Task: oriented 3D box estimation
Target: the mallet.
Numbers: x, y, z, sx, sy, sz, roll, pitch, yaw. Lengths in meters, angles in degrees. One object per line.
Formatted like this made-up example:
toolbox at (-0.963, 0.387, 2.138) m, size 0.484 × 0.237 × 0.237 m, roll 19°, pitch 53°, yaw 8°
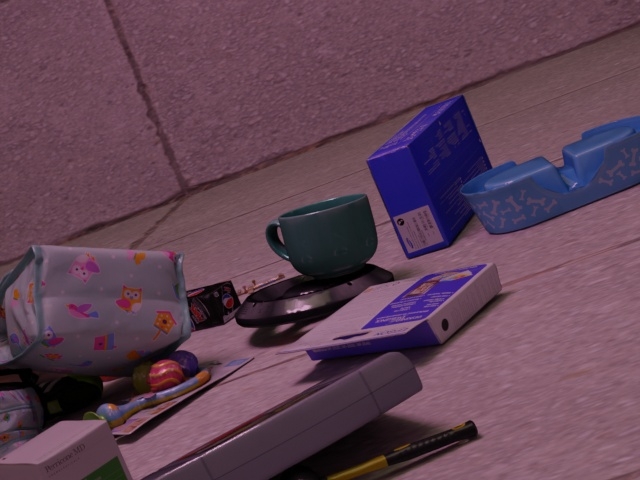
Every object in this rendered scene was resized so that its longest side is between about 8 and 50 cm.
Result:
mallet at (0.050, 0.202, 1.308) m, size 0.189 × 0.039 × 0.062 m, roll -20°, pitch 7°, yaw -14°

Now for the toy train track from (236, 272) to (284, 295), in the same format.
toy train track at (-0.100, 0.069, 2.336) m, size 0.083 × 0.014 × 0.048 m, roll -22°, pitch 10°, yaw 0°

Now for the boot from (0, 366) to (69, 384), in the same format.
boot at (-0.443, 0.186, 2.192) m, size 0.082 × 0.106 × 0.219 m, roll -15°, pitch 13°, yaw 34°

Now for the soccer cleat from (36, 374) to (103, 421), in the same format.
soccer cleat at (-0.390, 0.229, 2.001) m, size 0.178 × 0.060 × 0.072 m, roll -21°, pitch 11°, yaw -11°

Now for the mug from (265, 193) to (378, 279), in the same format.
mug at (0.009, -0.002, 2.001) m, size 0.129 × 0.097 × 0.157 m, roll -18°, pitch 7°, yaw -20°

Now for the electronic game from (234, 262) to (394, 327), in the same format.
electronic game at (-0.009, 0.079, 1.994) m, size 0.229 × 0.048 × 0.229 m, roll -14°, pitch 8°, yaw 2°

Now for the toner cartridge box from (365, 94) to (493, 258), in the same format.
toner cartridge box at (0.181, -0.107, 2.232) m, size 0.075 × 0.165 × 0.348 m, roll -17°, pitch 11°, yaw 24°

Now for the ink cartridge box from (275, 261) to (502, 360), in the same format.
ink cartridge box at (0.084, 0.098, 1.717) m, size 0.206 × 0.045 × 0.208 m, roll -13°, pitch 13°, yaw 42°

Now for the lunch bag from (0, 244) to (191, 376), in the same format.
lunch bag at (-0.322, 0.108, 1.946) m, size 0.223 × 0.160 × 0.262 m, roll 3°, pitch -21°, yaw -26°

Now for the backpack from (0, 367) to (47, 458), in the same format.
backpack at (-0.431, 0.240, 1.841) m, size 0.152 × 0.115 × 0.182 m, roll -30°, pitch -5°, yaw 2°

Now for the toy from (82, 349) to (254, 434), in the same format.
toy at (-0.215, 0.186, 1.861) m, size 0.137 × 0.056 × 0.237 m, roll -11°, pitch 15°, yaw 43°

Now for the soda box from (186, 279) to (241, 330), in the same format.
soda box at (-0.206, 0.110, 2.235) m, size 0.169 × 0.053 × 0.060 m, roll -15°, pitch 13°, yaw 37°

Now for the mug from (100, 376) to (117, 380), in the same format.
mug at (-0.331, 0.116, 2.143) m, size 0.150 × 0.169 × 0.113 m, roll -18°, pitch 12°, yaw 20°

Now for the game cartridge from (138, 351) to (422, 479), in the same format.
game cartridge at (-0.052, 0.195, 1.370) m, size 0.294 × 0.060 × 0.196 m, roll -26°, pitch 0°, yaw -24°

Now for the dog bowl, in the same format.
dog bowl at (0.352, -0.093, 2.057) m, size 0.297 × 0.074 × 0.166 m, roll -22°, pitch 10°, yaw 3°

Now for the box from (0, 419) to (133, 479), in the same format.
box at (-0.278, 0.255, 1.551) m, size 0.101 × 0.087 × 0.102 m, roll -31°, pitch 13°, yaw -39°
